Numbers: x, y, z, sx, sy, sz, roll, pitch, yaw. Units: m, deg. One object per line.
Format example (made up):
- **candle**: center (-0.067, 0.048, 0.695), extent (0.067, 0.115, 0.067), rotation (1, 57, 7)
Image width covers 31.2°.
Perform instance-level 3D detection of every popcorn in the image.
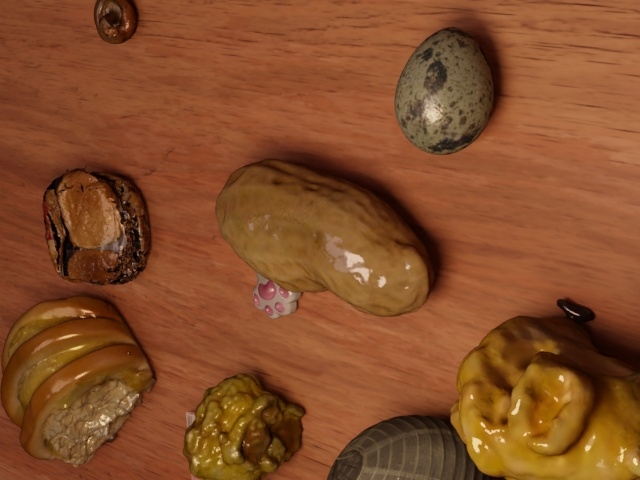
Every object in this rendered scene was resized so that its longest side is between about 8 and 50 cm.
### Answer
- **popcorn**: center (-0.128, 0.320, 1.858), extent (0.156, 0.198, 0.197), rotation (26, 114, 34)
- **popcorn**: center (0.306, 0.227, 1.418), extent (0.297, 0.316, 0.281), rotation (22, 93, 6)

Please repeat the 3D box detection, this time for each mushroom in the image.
- **mushroom**: center (-0.350, -0.372, 1.966), extent (0.088, 0.073, 0.129), rotation (-47, 34, 21)

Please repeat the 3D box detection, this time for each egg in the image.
- **egg**: center (0.168, -0.200, 1.540), extent (0.132, 0.132, 0.172), rotation (14, 97, 37)

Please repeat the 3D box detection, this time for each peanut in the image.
- **peanut**: center (0.000, 0.000, 1.695), extent (0.387, 0.169, 0.192), rotation (24, 119, 34)

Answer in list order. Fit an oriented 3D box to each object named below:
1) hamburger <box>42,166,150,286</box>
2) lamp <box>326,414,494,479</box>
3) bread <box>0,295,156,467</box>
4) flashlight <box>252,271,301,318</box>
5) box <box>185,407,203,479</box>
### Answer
- **hamburger**: center (-0.401, -0.024, 2.065), extent (0.231, 0.107, 0.231), rotation (5, 98, 37)
- **lamp**: center (0.117, 0.361, 1.624), extent (0.265, 0.233, 0.233), rotation (-28, 80, 54)
- **bread**: center (-0.478, 0.251, 2.114), extent (0.315, 0.211, 0.270), rotation (-49, 67, 32)
- **flashlight**: center (-0.091, 0.028, 1.854), extent (0.093, 0.047, 0.200), rotation (-18, 88, 41)
- **box**: center (-0.182, 0.344, 1.965), extent (0.043, 0.089, 0.125), rotation (2, 101, 39)
